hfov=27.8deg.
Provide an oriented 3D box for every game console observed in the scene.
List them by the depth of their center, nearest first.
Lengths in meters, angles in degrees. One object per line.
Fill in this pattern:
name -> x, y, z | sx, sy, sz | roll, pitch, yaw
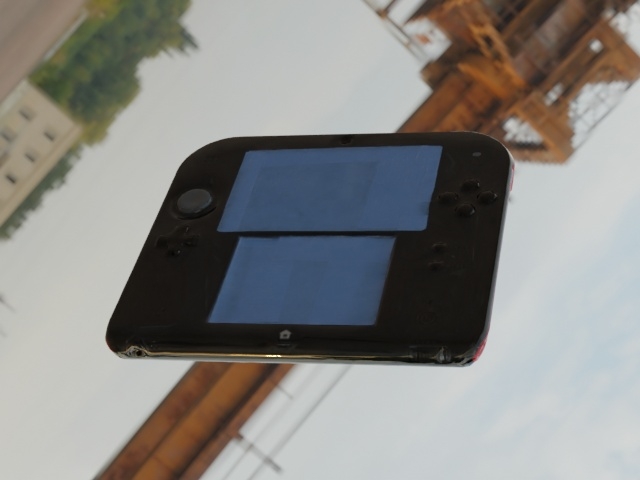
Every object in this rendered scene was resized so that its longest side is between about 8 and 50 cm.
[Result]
game console -> 0.000, 0.000, 1.355 | 0.387, 0.060, 0.342 | 0, -143, 16
